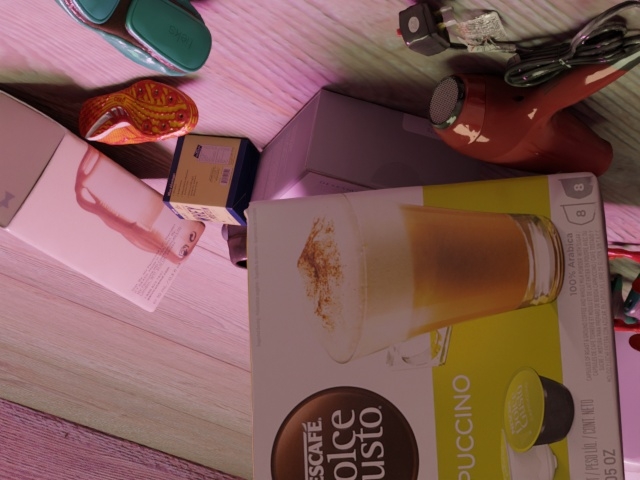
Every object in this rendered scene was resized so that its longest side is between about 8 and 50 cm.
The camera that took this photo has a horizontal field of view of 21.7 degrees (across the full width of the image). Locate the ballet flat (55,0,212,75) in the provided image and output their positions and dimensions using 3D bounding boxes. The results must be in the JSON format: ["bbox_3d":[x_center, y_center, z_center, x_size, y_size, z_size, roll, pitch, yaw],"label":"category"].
[{"bbox_3d":[-0.187,-0.211,1.409,0.087,0.083,0.247,17,168,34],"label":"ballet flat"}]

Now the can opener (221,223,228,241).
[{"bbox_3d":[0.000,0.000,2.046,0.280,0.074,0.093,20,127,-33],"label":"can opener"}]

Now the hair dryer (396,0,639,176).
[{"bbox_3d":[0.200,-0.118,1.465,0.223,0.080,0.293,4,163,20],"label":"hair dryer"}]

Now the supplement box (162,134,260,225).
[{"bbox_3d":[-0.118,-0.067,1.836,0.083,0.083,0.056,6,162,19],"label":"supplement box"}]

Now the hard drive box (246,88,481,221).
[{"bbox_3d":[0.043,-0.061,1.743,0.181,0.089,0.232,15,164,-14],"label":"hard drive box"}]

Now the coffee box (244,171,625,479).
[{"bbox_3d":[0.123,0.149,1.637,0.334,0.338,0.338,-4,166,10],"label":"coffee box"}]

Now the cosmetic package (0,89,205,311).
[{"bbox_3d":[-0.280,-0.043,1.876,0.153,0.129,0.296,30,176,32],"label":"cosmetic package"}]

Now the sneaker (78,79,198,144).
[{"bbox_3d":[-0.178,-0.131,1.728,0.067,0.064,0.175,6,178,-43],"label":"sneaker"}]

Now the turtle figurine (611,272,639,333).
[{"bbox_3d":[0.462,0.116,2.038,0.234,0.118,0.175,25,150,-14],"label":"turtle figurine"}]

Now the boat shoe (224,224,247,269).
[{"bbox_3d":[0.056,0.020,1.931,0.355,0.130,0.132,12,164,-5],"label":"boat shoe"}]

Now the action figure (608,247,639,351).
[{"bbox_3d":[0.350,0.062,1.841,0.139,0.092,0.280,7,-175,22],"label":"action figure"}]

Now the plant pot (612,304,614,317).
[{"bbox_3d":[0.231,0.120,2.053,0.237,0.237,0.254,19,148,-27],"label":"plant pot"}]

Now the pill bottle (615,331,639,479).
[{"bbox_3d":[0.400,0.249,2.323,0.224,0.224,0.392,11,163,0],"label":"pill bottle"}]
